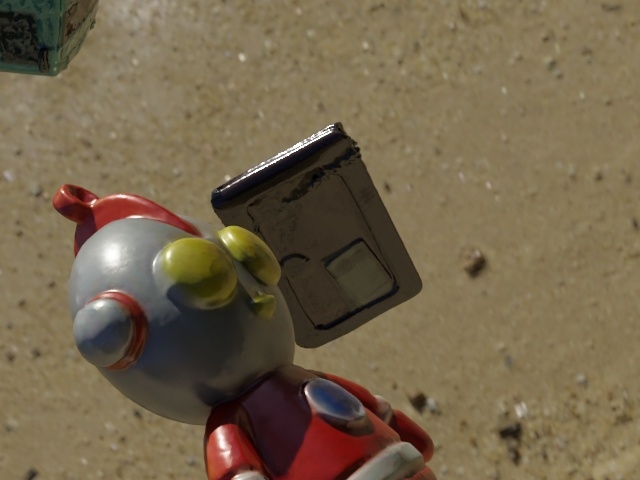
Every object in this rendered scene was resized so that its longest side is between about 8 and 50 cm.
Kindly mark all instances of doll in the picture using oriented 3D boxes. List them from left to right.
[{"bbox_3d":[-0.026,0.061,0.650,0.245,0.142,0.076,49,115,13],"label":"doll"}]

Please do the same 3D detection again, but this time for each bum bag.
[{"bbox_3d":[0.000,0.000,1.130,0.109,0.159,0.026,-27,34,1],"label":"bum bag"}]

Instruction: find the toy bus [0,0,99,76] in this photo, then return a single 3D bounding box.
[{"bbox_3d":[-0.290,-0.206,1.192,0.256,0.147,0.128,7,35,7],"label":"toy bus"}]
